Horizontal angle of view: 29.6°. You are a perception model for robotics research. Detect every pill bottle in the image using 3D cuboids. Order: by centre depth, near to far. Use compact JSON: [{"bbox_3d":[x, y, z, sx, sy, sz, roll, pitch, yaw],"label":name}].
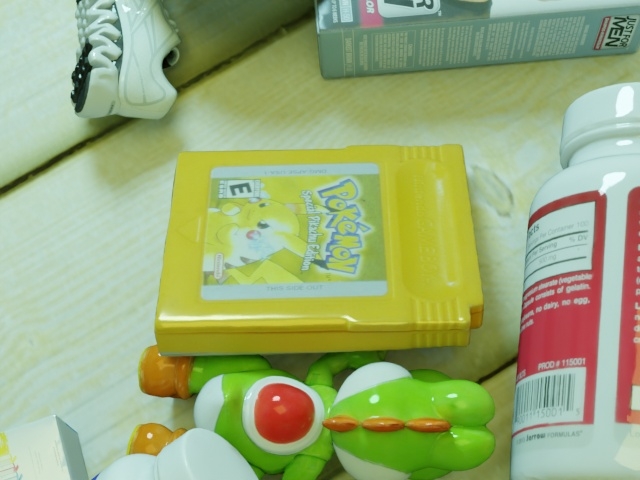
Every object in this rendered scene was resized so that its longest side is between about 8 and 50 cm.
[{"bbox_3d":[-0.184,0.295,1.125,0.272,0.152,0.152,-40,70,16],"label":"pill bottle"},{"bbox_3d":[0.315,0.062,1.200,0.229,0.229,0.407,6,70,5],"label":"pill bottle"}]

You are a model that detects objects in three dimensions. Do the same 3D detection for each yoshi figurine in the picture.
[{"bbox_3d":[0.004,0.188,1.227,0.362,0.203,0.203,0,28,18],"label":"yoshi figurine"}]

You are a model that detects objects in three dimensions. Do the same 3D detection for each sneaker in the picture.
[{"bbox_3d":[-0.225,-0.262,1.430,0.118,0.110,0.292,9,61,-21],"label":"sneaker"}]

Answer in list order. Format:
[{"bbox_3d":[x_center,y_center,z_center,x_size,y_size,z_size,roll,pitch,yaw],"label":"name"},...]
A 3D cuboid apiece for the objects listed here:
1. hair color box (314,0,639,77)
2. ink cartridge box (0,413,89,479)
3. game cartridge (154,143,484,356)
[{"bbox_3d":[0.178,-0.307,1.410,0.374,0.113,0.185,-5,69,0],"label":"hair color box"},{"bbox_3d":[-0.316,0.248,1.233,0.143,0.092,0.090,-19,70,-3],"label":"ink cartridge box"},{"bbox_3d":[0.000,0.000,1.272,0.324,0.052,0.285,-3,42,2],"label":"game cartridge"}]
